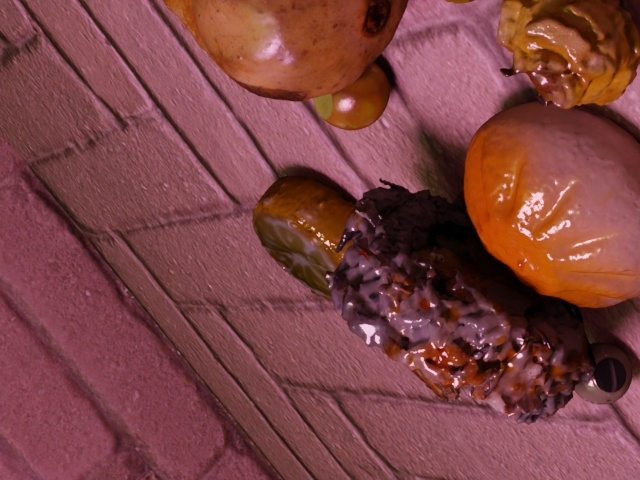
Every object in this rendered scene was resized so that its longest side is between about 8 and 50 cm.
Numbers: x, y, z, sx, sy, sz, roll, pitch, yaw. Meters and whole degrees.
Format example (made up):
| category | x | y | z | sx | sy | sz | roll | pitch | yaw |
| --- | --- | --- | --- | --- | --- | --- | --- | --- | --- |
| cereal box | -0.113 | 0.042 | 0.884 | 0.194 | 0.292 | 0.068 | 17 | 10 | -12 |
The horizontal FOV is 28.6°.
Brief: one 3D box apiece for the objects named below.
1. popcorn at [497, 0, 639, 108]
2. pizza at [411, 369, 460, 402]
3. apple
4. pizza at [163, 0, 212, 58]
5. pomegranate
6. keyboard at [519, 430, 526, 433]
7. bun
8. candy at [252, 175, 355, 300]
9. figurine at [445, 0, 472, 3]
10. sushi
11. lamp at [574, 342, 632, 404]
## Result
| category | x | y | z | sx | sy | sz | roll | pitch | yaw |
| --- | --- | --- | --- | --- | --- | --- | --- | --- | --- |
| popcorn | 0.267 | -0.216 | 1.357 | 0.167 | 0.152 | 0.148 | 43 | -176 | 4 |
| pizza | 0.188 | 0.197 | 2.257 | 0.185 | 0.052 | 0.195 | 42 | 162 | 27 |
| apple | 0.045 | -0.215 | 1.774 | 0.114 | 0.099 | 0.102 | 64 | 156 | 25 |
| pizza | -0.212 | -0.431 | 1.894 | 0.287 | 0.075 | 0.280 | 41 | 152 | 17 |
| pomegranate | -0.030 | -0.307 | 1.527 | 0.281 | 0.281 | 0.281 | 37 | 155 | 20 |
| keyboard | 0.290 | 0.161 | 2.057 | 0.103 | 0.041 | 0.381 | 8 | 130 | 57 |
| bun | 0.296 | -0.023 | 1.577 | 0.299 | 0.165 | 0.299 | 38 | 157 | 19 |
| candy | 0.000 | 0.000 | 2.184 | 0.260 | 0.118 | 0.260 | 35 | 159 | 16 |
| figurine | 0.283 | -0.289 | 1.191 | 0.315 | 0.187 | 0.168 | 20 | 142 | 31 |
| sushi | 0.192 | 0.089 | 1.726 | 0.417 | 0.176 | 0.417 | 29 | -159 | -12 |
| lamp | 0.403 | 0.195 | 1.870 | 0.091 | 0.091 | 0.163 | 47 | 174 | -3 |
